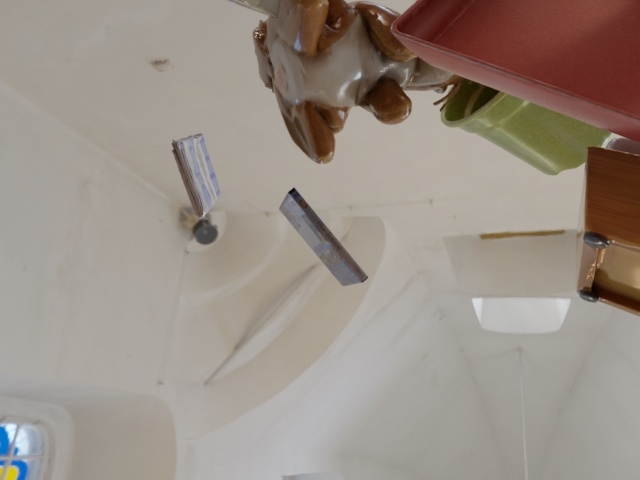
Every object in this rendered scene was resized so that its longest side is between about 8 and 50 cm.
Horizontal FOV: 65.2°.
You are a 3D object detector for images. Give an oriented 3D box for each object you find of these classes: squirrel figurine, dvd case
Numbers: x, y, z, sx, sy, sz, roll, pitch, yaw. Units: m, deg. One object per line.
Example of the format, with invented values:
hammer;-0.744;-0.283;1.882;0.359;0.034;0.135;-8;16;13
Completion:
squirrel figurine;0.084;-0.357;0.951;0.370;0.281;0.397;-19;-150;-17
dvd case;0.000;0.000;1.148;0.022;0.180;0.253;-40;-89;-13

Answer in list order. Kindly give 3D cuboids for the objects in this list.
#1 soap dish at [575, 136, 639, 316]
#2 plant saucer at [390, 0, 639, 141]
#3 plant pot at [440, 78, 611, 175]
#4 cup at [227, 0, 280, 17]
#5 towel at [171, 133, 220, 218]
soap dish;0.405;0.023;0.502;0.290;0.229;0.118;23;-104;31
plant saucer;0.239;-0.204;0.458;0.258;0.048;0.259;31;-115;25
plant pot;0.430;-0.273;1.002;0.276;0.253;0.276;-50;-163;22
cup;-0.170;-0.423;0.547;0.331;0.331;0.237;33;-67;30
towel;-0.332;-0.187;1.379;0.034;0.285;0.209;-15;-74;3
